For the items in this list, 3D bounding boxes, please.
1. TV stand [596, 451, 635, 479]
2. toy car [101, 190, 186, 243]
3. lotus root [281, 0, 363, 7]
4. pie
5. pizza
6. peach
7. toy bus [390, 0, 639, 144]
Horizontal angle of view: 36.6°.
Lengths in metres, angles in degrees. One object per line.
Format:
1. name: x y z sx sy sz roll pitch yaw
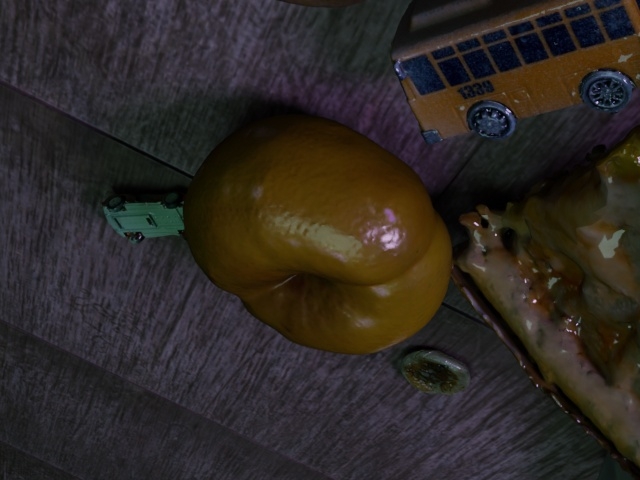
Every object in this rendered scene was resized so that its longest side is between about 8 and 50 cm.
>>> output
1. TV stand: 0.348 0.219 0.985 0.083 0.088 0.269 -4 141 1
2. toy car: -0.172 -0.028 1.020 0.122 0.035 0.059 -4 136 20
3. lotus root: -0.013 -0.289 0.472 0.375 0.111 0.390 33 149 20
4. pie: 0.128 0.150 1.092 0.085 0.017 0.085 15 143 12
5. pizza: 0.281 0.094 0.687 0.392 0.080 0.435 60 156 6
6. peach: 0.000 0.000 0.861 0.251 0.153 0.251 27 157 12
7. toy bus: 0.139 -0.139 0.665 0.182 0.091 0.103 -11 130 36
